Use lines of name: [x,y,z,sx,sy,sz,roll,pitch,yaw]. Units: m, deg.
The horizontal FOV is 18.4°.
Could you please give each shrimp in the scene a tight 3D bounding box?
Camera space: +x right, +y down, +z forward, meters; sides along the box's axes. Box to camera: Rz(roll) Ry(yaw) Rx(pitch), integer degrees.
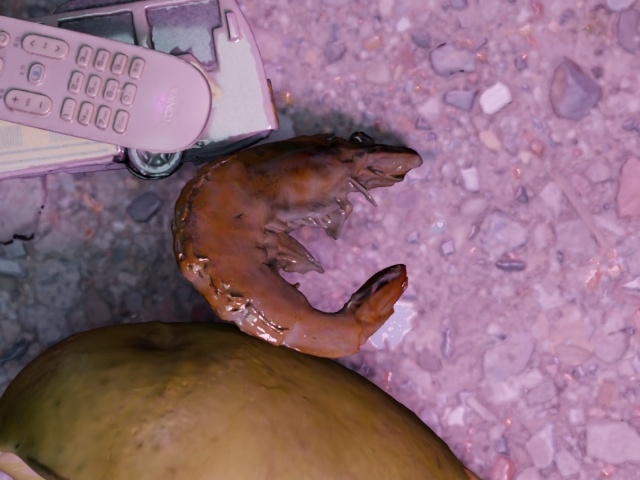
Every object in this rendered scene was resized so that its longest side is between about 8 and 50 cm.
shrimp: [0.001,-0.001,1.384,0.058,0.253,0.173,-47,68,40]

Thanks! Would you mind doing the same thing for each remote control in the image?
remote control: [-0.185,-0.108,1.357,0.229,0.044,0.073,12,78,7]

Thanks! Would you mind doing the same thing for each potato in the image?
potato: [-0.065,0.137,1.342,0.213,0.330,0.280,-55,138,-14]

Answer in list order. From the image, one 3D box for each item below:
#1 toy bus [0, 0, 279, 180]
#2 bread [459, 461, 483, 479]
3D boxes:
toy bus: [-0.206,-0.098,1.426,0.342,0.097,0.138,-10,92,-1]
bread: [0.059,0.281,1.499,0.210,0.099,0.235,42,88,-11]
